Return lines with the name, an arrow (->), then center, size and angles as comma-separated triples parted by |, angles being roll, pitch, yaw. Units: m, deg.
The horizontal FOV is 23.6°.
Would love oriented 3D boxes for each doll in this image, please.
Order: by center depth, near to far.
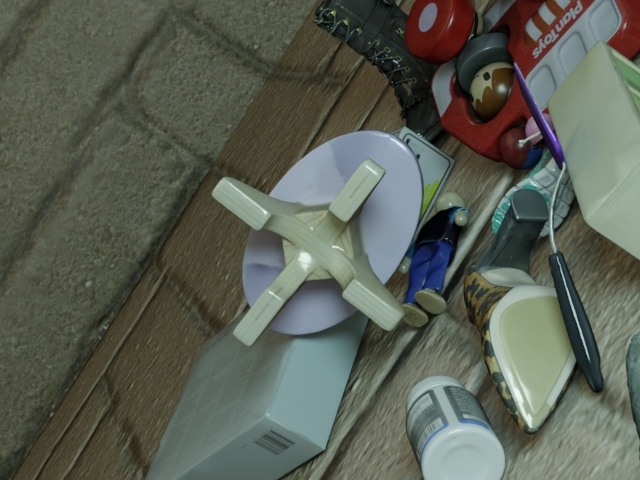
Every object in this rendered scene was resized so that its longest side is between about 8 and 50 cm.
doll -> 0.133, 0.013, 1.806 | 0.129, 0.046, 0.189 | -40, 23, 46

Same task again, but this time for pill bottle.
pill bottle -> 0.122, 0.182, 1.437 | 0.078, 0.078, 0.137 | -54, 15, 11

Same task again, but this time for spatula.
spatula -> 0.211, -0.011, 1.347 | 0.084, 0.030, 0.296 | 45, -145, -75

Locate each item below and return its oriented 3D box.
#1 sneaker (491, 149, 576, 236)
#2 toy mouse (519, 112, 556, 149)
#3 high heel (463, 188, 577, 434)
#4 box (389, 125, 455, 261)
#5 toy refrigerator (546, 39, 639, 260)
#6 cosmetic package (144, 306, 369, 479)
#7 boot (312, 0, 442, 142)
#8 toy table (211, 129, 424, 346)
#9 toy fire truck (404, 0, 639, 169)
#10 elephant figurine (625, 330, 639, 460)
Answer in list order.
sneaker -> 0.246, -0.062, 1.599 | 0.166, 0.065, 0.076 | -46, 0, 15
toy mouse -> 0.261, -0.133, 1.616 | 0.161, 0.031, 0.143 | -29, -8, -17
high heel -> 0.183, 0.104, 1.463 | 0.186, 0.093, 0.261 | 106, 171, -52
box -> 0.055, -0.043, 2.086 | 0.169, 0.087, 0.290 | -62, 15, -17
toy refrigerator -> 0.290, -0.083, 1.399 | 0.094, 0.102, 0.269 | -51, 15, 22
cosmetic package -> -0.085, 0.202, 2.018 | 0.377, 0.097, 0.284 | -39, 25, 49
boot -> 0.085, -0.253, 2.139 | 0.091, 0.229, 0.263 | -43, 20, 43
toy table -> 0.000, 0.000, 1.759 | 0.274, 0.252, 0.161 | -65, -6, 13
toy fire truck -> 0.238, -0.220, 1.766 | 0.302, 0.169, 0.254 | -48, 36, 34
elephant figurine -> 0.313, 0.088, 0.917 | 0.239, 0.169, 0.186 | -24, 63, 38
